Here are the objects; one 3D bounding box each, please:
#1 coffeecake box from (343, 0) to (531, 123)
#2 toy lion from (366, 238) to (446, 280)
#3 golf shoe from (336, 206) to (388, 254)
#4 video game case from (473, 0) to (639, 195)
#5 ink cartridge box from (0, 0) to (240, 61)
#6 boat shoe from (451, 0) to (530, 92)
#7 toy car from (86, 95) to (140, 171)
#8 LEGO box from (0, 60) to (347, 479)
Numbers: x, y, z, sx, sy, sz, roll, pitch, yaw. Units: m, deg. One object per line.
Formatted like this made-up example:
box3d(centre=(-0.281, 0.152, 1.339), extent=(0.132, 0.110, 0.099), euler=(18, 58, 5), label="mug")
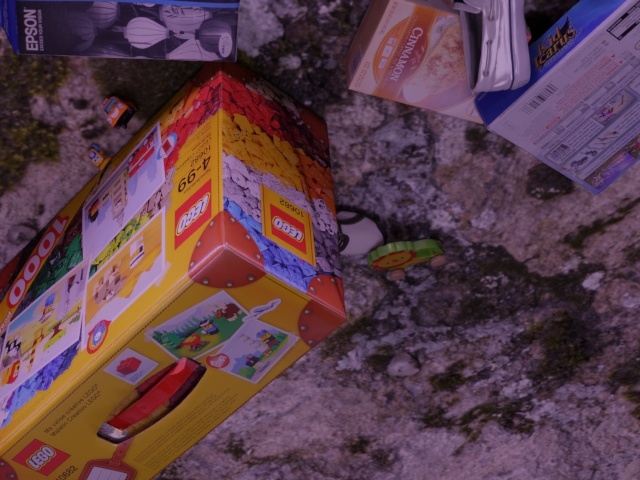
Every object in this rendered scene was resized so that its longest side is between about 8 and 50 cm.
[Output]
box3d(centre=(0.142, -0.236, 1.726), extent=(0.185, 0.068, 0.142), euler=(12, 130, -17), label="coffeecake box")
box3d(centre=(0.118, 0.020, 1.963), extent=(0.100, 0.034, 0.096), euler=(-19, 158, 12), label="toy lion")
box3d(centre=(0.000, 0.000, 1.920), extent=(0.198, 0.094, 0.077), euler=(11, 130, -17), label="golf shoe")
box3d(centre=(0.365, -0.198, 1.738), extent=(0.244, 0.061, 0.269), euler=(26, 121, -41), label="video game case")
box3d(centre=(-0.259, -0.295, 1.642), extent=(0.332, 0.065, 0.165), euler=(1, 134, -5), label="ink cartridge box")
box3d(centre=(0.189, -0.281, 1.619), extent=(0.075, 0.083, 0.226), euler=(-15, 99, -16), label="boat shoe")
box3d(centre=(-0.277, -0.138, 1.794), extent=(0.040, 0.060, 0.122), euler=(39, 118, 4), label="toy car")
box3d(centre=(-0.209, 0.066, 1.773), extent=(0.193, 0.372, 0.500), euler=(31, 123, -29), label="LEGO box")
